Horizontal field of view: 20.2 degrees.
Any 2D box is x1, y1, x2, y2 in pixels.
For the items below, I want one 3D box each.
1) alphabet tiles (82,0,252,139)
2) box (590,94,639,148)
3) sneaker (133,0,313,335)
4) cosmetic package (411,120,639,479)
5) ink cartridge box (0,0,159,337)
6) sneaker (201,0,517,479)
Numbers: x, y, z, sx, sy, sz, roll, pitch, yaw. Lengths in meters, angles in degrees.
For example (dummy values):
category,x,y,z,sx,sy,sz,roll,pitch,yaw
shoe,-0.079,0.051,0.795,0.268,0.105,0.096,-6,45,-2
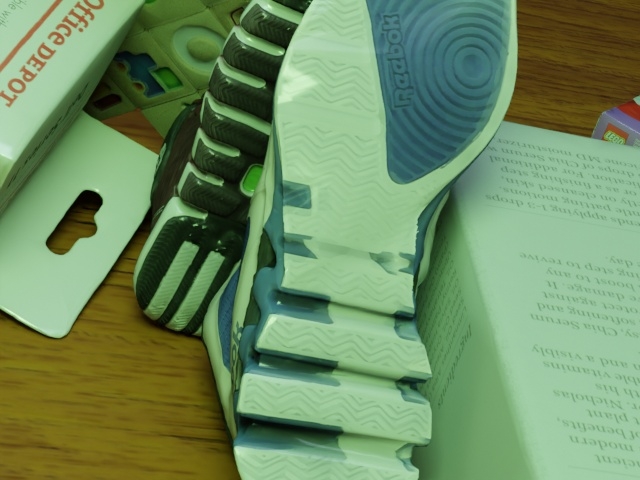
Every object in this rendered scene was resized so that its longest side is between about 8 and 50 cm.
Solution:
category,x,y,z,sx,sy,sz,roll,pitch,yaw
alphabet tiles,-0.086,-0.170,1.132,0.285,0.342,0.011,50,47,-29
box,0.378,-0.033,1.425,0.293,0.057,0.201,34,34,24
sneaker,-0.037,-0.090,1.109,0.106,0.281,0.162,28,18,-20
cosmetic package,0.174,0.123,0.975,0.230,0.161,0.453,10,32,-13
ink cartridge box,-0.248,-0.120,1.086,0.353,0.119,0.207,33,40,-5
sneaker,0.000,0.001,0.998,0.127,0.316,0.182,16,-9,-14
